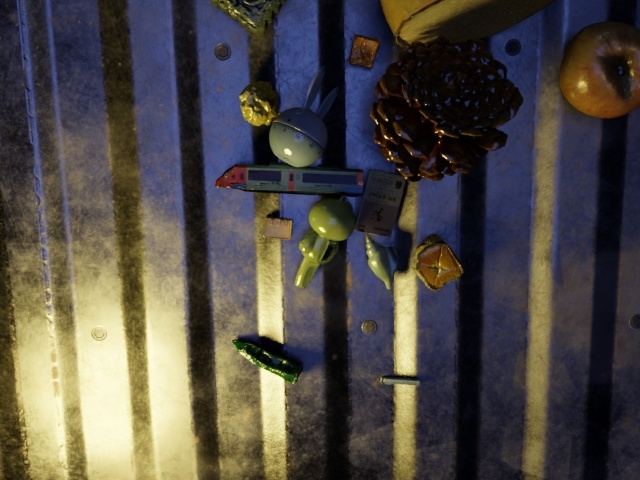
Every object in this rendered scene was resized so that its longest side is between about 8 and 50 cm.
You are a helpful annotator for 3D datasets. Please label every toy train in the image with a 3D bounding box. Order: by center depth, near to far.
[{"bbox_3d":[-0.086,-0.173,1.699,0.410,0.086,0.089,3,95,-1],"label":"toy train"}]

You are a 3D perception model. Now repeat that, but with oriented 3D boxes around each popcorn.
[{"bbox_3d":[-0.166,-0.373,1.656,0.116,0.106,0.120,39,97,3],"label":"popcorn"}]

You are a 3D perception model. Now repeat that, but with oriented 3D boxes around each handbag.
[{"bbox_3d":[-0.123,-0.036,1.751,0.084,0.027,0.061,8,100,-1],"label":"handbag"}]

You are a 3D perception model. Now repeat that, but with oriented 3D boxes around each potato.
[{"bbox_3d":[0.343,-0.683,1.469,0.443,0.385,0.319,-18,86,-27],"label":"potato"}]

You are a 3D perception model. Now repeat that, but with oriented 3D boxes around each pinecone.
[{"bbox_3d":[0.297,-0.305,1.563,0.385,0.384,0.383,0,99,-1],"label":"pinecone"}]

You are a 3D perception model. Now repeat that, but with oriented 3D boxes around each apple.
[{"bbox_3d":[0.757,-0.448,1.613,0.261,0.194,0.260,0,102,-1],"label":"apple"}]

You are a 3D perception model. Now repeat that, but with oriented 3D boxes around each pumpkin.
[{"bbox_3d":[0.118,-0.517,1.663,0.074,0.054,0.083,15,120,0],"label":"pumpkin"}]

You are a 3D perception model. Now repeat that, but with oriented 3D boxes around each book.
[{"bbox_3d":[0.170,-0.104,1.723,0.127,0.014,0.181,9,100,-31],"label":"book"}]

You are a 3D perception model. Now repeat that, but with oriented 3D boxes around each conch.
[{"bbox_3d":[0.174,0.054,1.760,0.065,0.088,0.180,-12,111,45],"label":"conch"}]

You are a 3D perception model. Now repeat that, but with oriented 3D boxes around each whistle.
[{"bbox_3d":[-0.004,-0.008,1.723,0.141,0.141,0.294,35,117,-6],"label":"whistle"}]

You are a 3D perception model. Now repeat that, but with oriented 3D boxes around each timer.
[{"bbox_3d":[-0.053,-0.323,1.642,0.176,0.175,0.255,7,76,-2],"label":"timer"}]

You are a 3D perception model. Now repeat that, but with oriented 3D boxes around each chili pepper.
[{"bbox_3d":[-0.161,0.347,1.799,0.227,0.088,0.059,27,95,4],"label":"chili pepper"}]

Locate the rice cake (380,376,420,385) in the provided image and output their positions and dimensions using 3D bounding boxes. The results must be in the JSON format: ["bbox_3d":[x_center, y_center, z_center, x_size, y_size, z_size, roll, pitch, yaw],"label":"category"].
[{"bbox_3d":[0.240,0.424,1.834,0.121,0.022,0.021,5,91,-2],"label":"rice cake"}]

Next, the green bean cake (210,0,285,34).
[{"bbox_3d":[-0.184,-0.669,1.617,0.185,0.094,0.183,36,96,-11],"label":"green bean cake"}]

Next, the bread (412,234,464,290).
[{"bbox_3d":[0.329,0.067,1.754,0.128,0.069,0.140,-37,101,6],"label":"bread"}]
